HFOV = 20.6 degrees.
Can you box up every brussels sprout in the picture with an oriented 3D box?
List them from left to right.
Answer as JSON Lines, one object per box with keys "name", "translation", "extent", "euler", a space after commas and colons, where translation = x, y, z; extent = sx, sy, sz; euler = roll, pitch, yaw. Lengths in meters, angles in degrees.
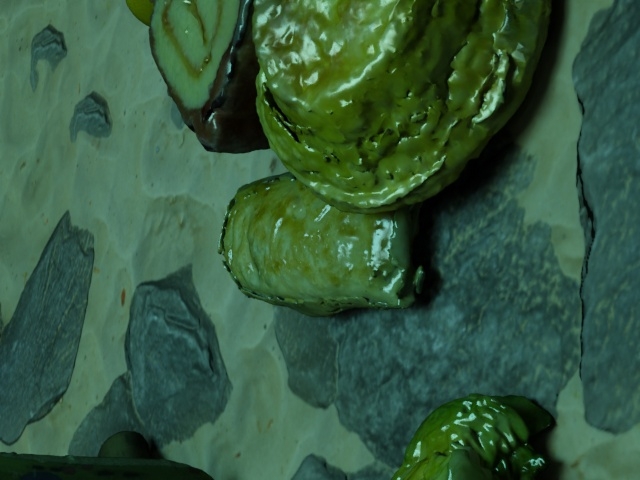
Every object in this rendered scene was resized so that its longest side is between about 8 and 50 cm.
{"name": "brussels sprout", "translation": [0.094, 0.195, 1.257], "extent": [0.139, 0.100, 0.181], "euler": [-120, 44, -60]}

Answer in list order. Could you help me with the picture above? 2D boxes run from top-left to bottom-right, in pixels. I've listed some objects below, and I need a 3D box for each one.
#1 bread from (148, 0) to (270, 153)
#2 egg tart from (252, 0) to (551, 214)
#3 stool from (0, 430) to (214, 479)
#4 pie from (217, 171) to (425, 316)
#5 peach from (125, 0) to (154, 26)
{"name": "bread", "translation": [-0.067, -0.205, 1.579], "extent": [0.190, 0.123, 0.244], "euler": [-64, 36, 26]}
{"name": "egg tart", "translation": [0.041, -0.166, 1.347], "extent": [0.294, 0.123, 0.294], "euler": [-15, 69, 44]}
{"name": "stool", "translation": [-0.271, 0.332, 1.655], "extent": [0.226, 0.310, 0.310], "euler": [-165, 84, -66]}
{"name": "pie", "translation": [0.000, 0.000, 1.482], "extent": [0.282, 0.068, 0.129], "euler": [-1, 83, 56]}
{"name": "peach", "translation": [-0.145, -0.291, 1.749], "extent": [0.179, 0.103, 0.179], "euler": [-26, 61, 59]}
